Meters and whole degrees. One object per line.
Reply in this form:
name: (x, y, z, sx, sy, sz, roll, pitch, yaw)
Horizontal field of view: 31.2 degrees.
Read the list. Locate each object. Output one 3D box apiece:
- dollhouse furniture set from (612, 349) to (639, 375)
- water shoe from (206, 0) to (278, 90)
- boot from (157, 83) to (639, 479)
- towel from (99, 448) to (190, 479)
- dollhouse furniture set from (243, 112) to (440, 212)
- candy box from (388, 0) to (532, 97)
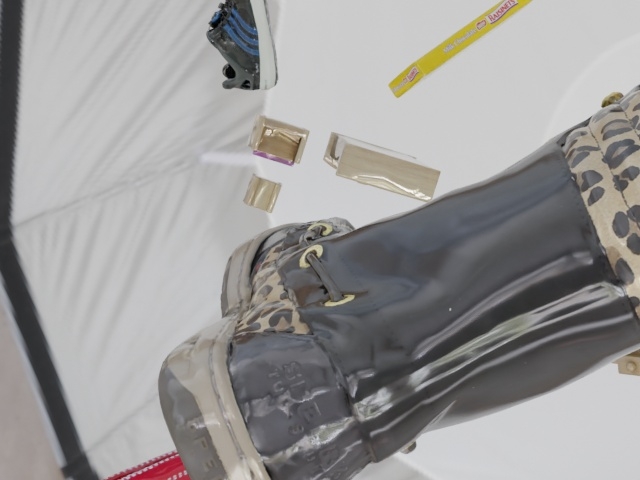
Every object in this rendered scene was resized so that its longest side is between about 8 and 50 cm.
dollhouse furniture set: (0.243, 0.043, 0.949, 0.123, 0.151, 0.144, -8, 96, -35)
water shoe: (-0.100, -0.259, 1.375, 0.073, 0.080, 0.203, -97, 179, -46)
boot: (0.080, 0.020, 0.670, 0.138, 0.284, 0.377, 63, 13, -4)
towel: (-0.073, 0.289, 0.850, 0.199, 0.031, 0.274, -16, 90, -44)
dollhouse furniture set: (0.000, 0.000, 1.644, 0.198, 0.287, 0.303, -121, -132, -80)
candy box: (0.184, -0.256, 1.458, 0.027, 0.206, 0.105, 54, -18, 0)
